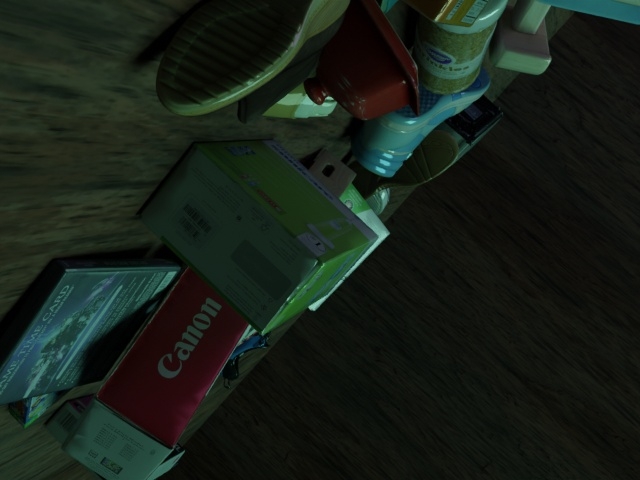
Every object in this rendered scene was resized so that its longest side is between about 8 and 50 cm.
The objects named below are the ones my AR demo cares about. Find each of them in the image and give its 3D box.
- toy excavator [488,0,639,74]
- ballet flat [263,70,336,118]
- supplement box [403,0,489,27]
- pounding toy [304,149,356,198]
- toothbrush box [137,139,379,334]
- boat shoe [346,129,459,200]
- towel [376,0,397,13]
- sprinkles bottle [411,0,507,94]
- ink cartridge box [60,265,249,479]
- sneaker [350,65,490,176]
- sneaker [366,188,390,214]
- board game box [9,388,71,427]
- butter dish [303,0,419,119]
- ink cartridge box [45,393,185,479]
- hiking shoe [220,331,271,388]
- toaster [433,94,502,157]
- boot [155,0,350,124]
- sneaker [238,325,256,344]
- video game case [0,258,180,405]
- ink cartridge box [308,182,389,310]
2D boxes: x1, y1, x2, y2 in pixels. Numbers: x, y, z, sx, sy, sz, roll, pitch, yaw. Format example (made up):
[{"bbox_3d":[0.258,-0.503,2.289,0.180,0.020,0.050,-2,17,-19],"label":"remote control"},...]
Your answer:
[{"bbox_3d":[0.362,-0.396,1.240,0.445,0.222,0.433,-89,-170,-65],"label":"toy excavator"},{"bbox_3d":[0.009,-0.196,1.149,0.232,0.073,0.080,-39,169,-44],"label":"ballet flat"},{"bbox_3d":[0.145,-0.296,1.057,0.080,0.078,0.233,-54,173,18],"label":"supplement box"},{"bbox_3d":[-0.020,-0.086,1.563,0.130,0.100,0.141,-51,-178,33],"label":"pounding toy"},{"bbox_3d":[-0.065,-0.017,1.168,0.122,0.206,0.283,-49,173,17],"label":"toothbrush box"},{"bbox_3d":[0.140,-0.152,1.834,0.285,0.104,0.089,-18,-166,21],"label":"boat shoe"},{"bbox_3d":[0.185,-0.433,1.037,0.370,0.040,0.271,-47,174,-12],"label":"towel"},{"bbox_3d":[0.203,-0.323,1.381,0.121,0.121,0.355,-46,173,-3],"label":"sprinkles bottle"},{"bbox_3d":[-0.206,0.166,1.314,0.272,0.130,0.309,-50,-173,50],"label":"ink cartridge box"},{"bbox_3d":[0.171,-0.229,1.711,0.319,0.127,0.208,-27,160,-41],"label":"sneaker"},{"bbox_3d":[0.124,-0.137,2.067,0.161,0.102,0.282,-49,-176,-11],"label":"sneaker"},{"bbox_3d":[-0.331,0.158,1.256,0.201,0.035,0.136,-42,171,-34],"label":"board game box"},{"bbox_3d":[0.035,-0.197,1.054,0.118,0.160,0.160,-32,173,4],"label":"butter dish"},{"bbox_3d":[-0.347,0.352,1.653,0.069,0.176,0.371,-47,173,-2],"label":"ink cartridge box"},{"bbox_3d":[-0.142,0.173,2.032,0.304,0.132,0.113,-47,173,4],"label":"hiking shoe"},{"bbox_3d":[0.258,-0.253,1.883,0.186,0.168,0.110,-40,171,-46],"label":"toaster"},{"bbox_3d":[-0.060,-0.159,0.880,0.248,0.090,0.207,-47,171,-24],"label":"boot"},{"bbox_3d":[-0.190,0.173,1.885,0.276,0.097,0.135,-43,174,-19],"label":"sneaker"},{"bbox_3d":[-0.286,0.104,1.102,0.196,0.026,0.274,-54,165,10],"label":"video game case"},{"bbox_3d":[0.000,0.000,1.769,0.219,0.160,0.092,-45,-145,-8],"label":"ink cartridge box"}]
